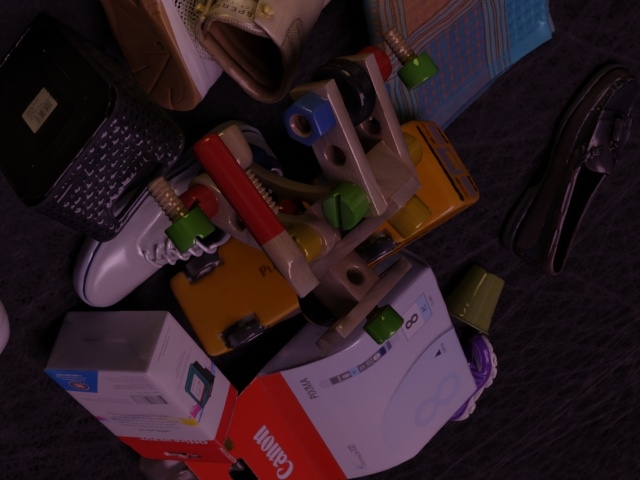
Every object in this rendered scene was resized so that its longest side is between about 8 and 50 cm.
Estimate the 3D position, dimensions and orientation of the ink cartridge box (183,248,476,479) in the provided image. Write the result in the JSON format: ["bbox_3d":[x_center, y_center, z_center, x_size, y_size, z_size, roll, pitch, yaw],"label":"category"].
[{"bbox_3d":[0.031,0.234,1.409,0.385,0.091,0.308,-46,141,-17],"label":"ink cartridge box"}]

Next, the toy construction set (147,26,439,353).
[{"bbox_3d":[0.008,-0.009,0.924,0.257,0.237,0.309,-34,-177,23],"label":"toy construction set"}]

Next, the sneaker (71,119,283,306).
[{"bbox_3d":[-0.150,-0.018,1.103,0.258,0.091,0.094,-45,139,1],"label":"sneaker"}]

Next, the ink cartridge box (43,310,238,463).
[{"bbox_3d":[-0.186,0.169,1.191,0.231,0.134,0.078,60,36,-49],"label":"ink cartridge box"}]

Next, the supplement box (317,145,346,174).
[{"bbox_3d":[0.029,-0.076,1.234,0.055,0.043,0.083,-22,135,-21],"label":"supplement box"}]

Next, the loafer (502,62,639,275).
[{"bbox_3d":[0.361,-0.089,1.448,0.109,0.095,0.302,7,119,-42],"label":"loafer"}]

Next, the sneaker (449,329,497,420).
[{"bbox_3d":[0.212,0.211,1.604,0.071,0.068,0.170,-1,124,-31],"label":"sneaker"}]

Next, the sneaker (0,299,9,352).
[{"bbox_3d":[-0.449,0.079,0.912,0.366,0.135,0.150,-14,136,-30],"label":"sneaker"}]

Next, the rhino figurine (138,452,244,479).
[{"bbox_3d":[-0.160,0.305,1.376,0.106,0.073,0.243,-38,138,-15],"label":"rhino figurine"}]

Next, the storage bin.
[{"bbox_3d":[-0.215,-0.099,0.918,0.122,0.180,0.084,-50,138,7],"label":"storage bin"}]

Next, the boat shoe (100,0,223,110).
[{"bbox_3d":[-0.151,-0.251,0.922,0.096,0.098,0.277,-51,138,-35],"label":"boat shoe"}]

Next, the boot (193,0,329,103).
[{"bbox_3d":[-0.049,-0.269,0.911,0.262,0.095,0.203,70,37,-51],"label":"boot"}]

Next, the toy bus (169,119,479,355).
[{"bbox_3d":[0.000,0.000,1.159,0.333,0.108,0.130,-33,174,21],"label":"toy bus"}]

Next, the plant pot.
[{"bbox_3d":[0.220,0.079,1.499,0.083,0.083,0.079,28,90,-48],"label":"plant pot"}]

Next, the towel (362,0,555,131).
[{"bbox_3d":[0.150,-0.276,1.104,0.271,0.040,0.370,-41,148,-17],"label":"towel"}]
